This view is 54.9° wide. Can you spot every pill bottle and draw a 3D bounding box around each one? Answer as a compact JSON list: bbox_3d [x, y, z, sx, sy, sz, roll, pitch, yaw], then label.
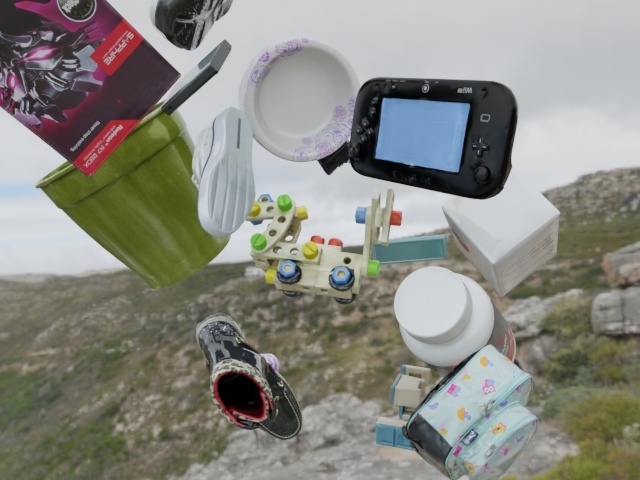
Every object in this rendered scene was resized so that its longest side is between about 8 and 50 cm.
[{"bbox_3d":[0.255,0.166,1.175,0.176,0.176,0.318,-7,-27,27],"label":"pill bottle"}]

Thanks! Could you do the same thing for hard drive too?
[{"bbox_3d":[-0.211,-0.279,1.055,0.135,0.094,0.022,-30,-60,33],"label":"hard drive"}]

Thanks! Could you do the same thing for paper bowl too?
[{"bbox_3d":[-0.056,-0.340,1.484,0.284,0.284,0.148,-5,20,-16],"label":"paper bowl"}]

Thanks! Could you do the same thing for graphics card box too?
[{"bbox_3d":[-0.426,-0.302,0.940,0.371,0.233,0.094,45,-8,-32],"label":"graphics card box"}]

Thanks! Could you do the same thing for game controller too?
[{"bbox_3d":[0.162,-0.166,0.958,0.067,0.167,0.319,-12,20,-38],"label":"game controller"}]

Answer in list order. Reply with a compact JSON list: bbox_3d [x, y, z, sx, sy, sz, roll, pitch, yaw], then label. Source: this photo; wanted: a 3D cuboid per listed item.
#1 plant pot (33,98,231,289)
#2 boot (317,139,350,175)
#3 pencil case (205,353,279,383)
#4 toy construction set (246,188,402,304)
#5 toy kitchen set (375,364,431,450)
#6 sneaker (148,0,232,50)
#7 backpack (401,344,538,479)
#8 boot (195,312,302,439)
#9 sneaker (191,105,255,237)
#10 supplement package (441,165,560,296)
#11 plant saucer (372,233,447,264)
[{"bbox_3d":[-0.398,-0.090,1.449,0.366,0.353,0.366,-28,21,12],"label":"plant pot"},{"bbox_3d":[0.031,-0.244,1.646,0.099,0.121,0.045,-37,-6,22],"label":"boot"},{"bbox_3d":[-0.208,0.352,1.686,0.206,0.088,0.086,10,-2,-44],"label":"pencil case"},{"bbox_3d":[0.000,0.000,1.184,0.327,0.215,0.151,-2,-33,25],"label":"toy construction set"},{"bbox_3d":[0.177,0.398,1.406,0.122,0.207,0.166,5,11,18],"label":"toy kitchen set"},{"bbox_3d":[-0.340,-0.551,1.307,0.257,0.169,0.448,23,30,-7],"label":"sneaker"},{"bbox_3d":[0.230,0.253,0.889,0.144,0.188,0.166,31,-18,33],"label":"backpack"},{"bbox_3d":[-0.090,0.226,0.864,0.085,0.236,0.178,-35,20,-5],"label":"boot"},{"bbox_3d":[-0.163,-0.101,0.998,0.094,0.258,0.091,33,-48,-32],"label":"sneaker"},{"bbox_3d":[0.411,-0.021,1.395,0.175,0.178,0.293,-38,-27,4],"label":"supplement package"},{"bbox_3d":[0.226,0.026,1.579,0.191,0.067,0.018,-5,14,12],"label":"plant saucer"}]
